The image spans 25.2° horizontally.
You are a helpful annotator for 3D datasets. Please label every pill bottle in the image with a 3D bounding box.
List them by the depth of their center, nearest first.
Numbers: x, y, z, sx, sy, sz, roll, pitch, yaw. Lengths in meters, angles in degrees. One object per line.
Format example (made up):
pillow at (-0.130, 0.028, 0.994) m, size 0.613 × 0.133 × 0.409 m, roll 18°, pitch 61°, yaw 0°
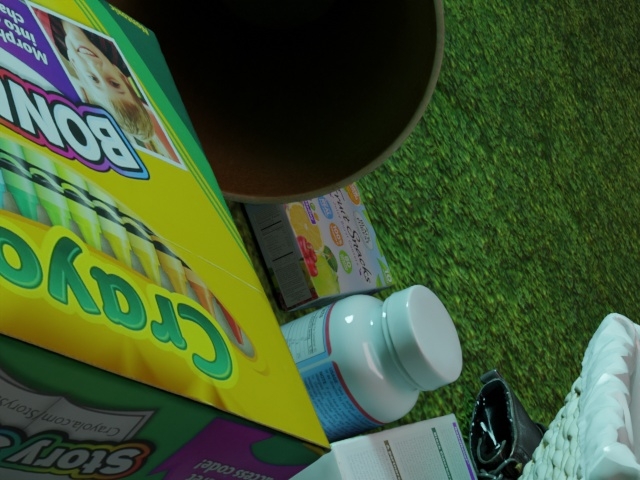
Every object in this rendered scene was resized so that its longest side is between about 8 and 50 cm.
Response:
pill bottle at (0.008, 0.088, 0.941) m, size 0.087 × 0.160 × 0.087 m, roll 43°, pitch 34°, yaw -39°

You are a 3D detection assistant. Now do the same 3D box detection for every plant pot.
plant pot at (-0.034, -0.183, 1.056) m, size 0.237 × 0.237 × 0.254 m, roll 56°, pitch 14°, yaw -19°

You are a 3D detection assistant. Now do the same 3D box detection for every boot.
boot at (0.204, 0.263, 1.255) m, size 0.229 × 0.091 × 0.263 m, roll 49°, pitch 20°, yaw -29°

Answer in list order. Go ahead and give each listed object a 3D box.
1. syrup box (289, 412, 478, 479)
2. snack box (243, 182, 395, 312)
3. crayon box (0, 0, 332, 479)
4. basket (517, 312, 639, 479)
syrup box at (0.029, 0.182, 0.956) m, size 0.237 × 0.093 × 0.096 m, roll 7°, pitch 62°, yaw -66°
snack box at (0.000, 0.000, 1.141) m, size 0.141 × 0.037 × 0.100 m, roll -4°, pitch 73°, yaw -63°
crayon box at (-0.181, -0.040, 0.675) m, size 0.363 × 0.106 × 0.313 m, roll 28°, pitch 29°, yaw -50°
basket at (0.270, 0.271, 1.000) m, size 0.328 × 0.266 × 0.331 m, roll 32°, pitch 18°, yaw 4°
